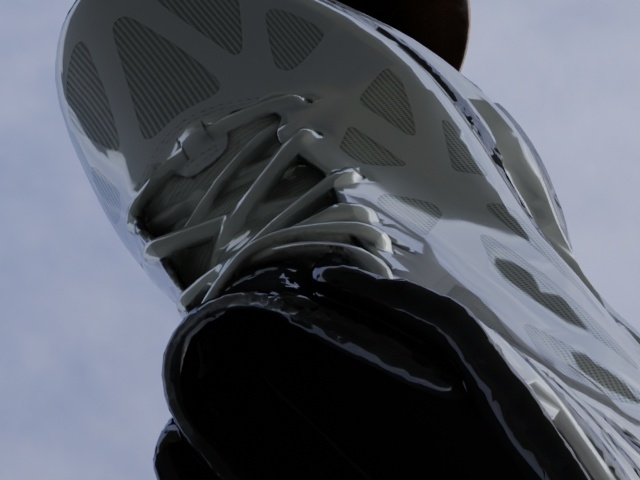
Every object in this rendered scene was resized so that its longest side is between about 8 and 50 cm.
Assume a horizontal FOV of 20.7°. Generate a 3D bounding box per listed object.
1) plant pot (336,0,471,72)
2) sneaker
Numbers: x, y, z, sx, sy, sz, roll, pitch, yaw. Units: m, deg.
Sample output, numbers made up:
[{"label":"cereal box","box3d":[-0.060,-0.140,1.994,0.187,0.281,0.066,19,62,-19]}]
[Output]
[{"label":"plant pot","box3d":[-0.014,-0.211,1.648,0.215,0.215,0.230,-46,-135,-15]},{"label":"sneaker","box3d":[0.001,0.000,0.661,0.169,0.257,0.447,-47,-119,6]}]
